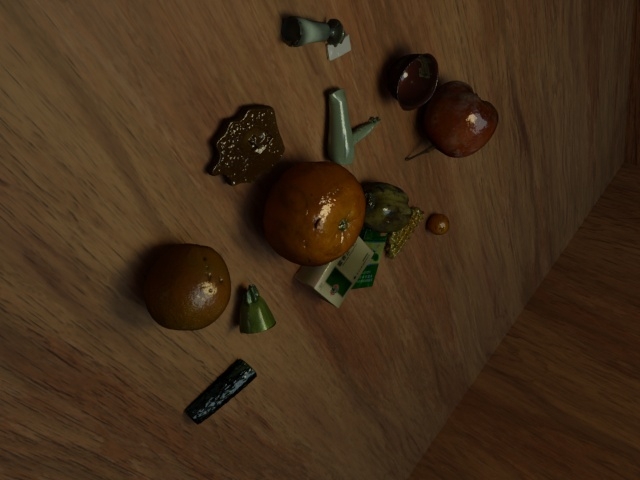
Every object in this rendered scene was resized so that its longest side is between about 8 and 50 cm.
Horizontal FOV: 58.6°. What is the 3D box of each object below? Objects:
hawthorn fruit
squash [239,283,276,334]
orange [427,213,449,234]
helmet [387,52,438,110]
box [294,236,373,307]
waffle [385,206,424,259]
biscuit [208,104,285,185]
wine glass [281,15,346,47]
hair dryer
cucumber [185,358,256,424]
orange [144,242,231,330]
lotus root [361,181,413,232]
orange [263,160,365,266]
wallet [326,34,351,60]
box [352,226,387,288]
[{"bbox_3d":[0.447,-0.371,1.824,0.231,0.235,0.262,-26,130,-41],"label":"hawthorn fruit"},{"bbox_3d":[-0.186,0.176,1.552,0.105,0.105,0.132,-24,109,-39],"label":"squash"},{"bbox_3d":[0.437,-0.060,2.116,0.084,0.084,0.083,-26,129,-38],"label":"orange"},{"bbox_3d":[0.248,-0.463,1.649,0.175,0.106,0.155,-55,139,-7],"label":"helmet"},{"bbox_3d":[0.044,0.073,1.734,0.212,0.095,0.168,-57,139,-9],"label":"box"},{"bbox_3d":[0.298,-0.033,1.999,0.192,0.046,0.160,-27,127,-37],"label":"waffle"},{"bbox_3d":[-0.183,-0.218,1.358,0.215,0.034,0.182,-39,135,-25],"label":"biscuit"},{"bbox_3d":[-0.015,-0.496,1.361,0.155,0.072,0.072,-19,124,-43],"label":"wine glass"},{"bbox_3d":[0.103,-0.337,1.607,0.237,0.075,0.206,-30,125,-45],"label":"hair dryer"},{"bbox_3d":[-0.274,0.433,1.601,0.211,0.062,0.078,-44,138,-24],"label":"cucumber"},{"bbox_3d":[-0.297,0.105,1.290,0.206,0.206,0.206,-26,129,-38],"label":"orange"},{"bbox_3d":[0.176,-0.104,1.746,0.278,0.154,0.154,9,104,-51],"label":"lotus root"},{"bbox_3d":[-0.016,-0.071,1.476,0.284,0.226,0.283,-31,137,-35],"label":"orange"},{"bbox_3d":[0.048,-0.500,1.478,0.083,0.011,0.044,-36,135,-31],"label":"wallet"},{"bbox_3d":[0.154,0.046,1.889,0.132,0.034,0.235,-1,111,-48],"label":"box"}]
